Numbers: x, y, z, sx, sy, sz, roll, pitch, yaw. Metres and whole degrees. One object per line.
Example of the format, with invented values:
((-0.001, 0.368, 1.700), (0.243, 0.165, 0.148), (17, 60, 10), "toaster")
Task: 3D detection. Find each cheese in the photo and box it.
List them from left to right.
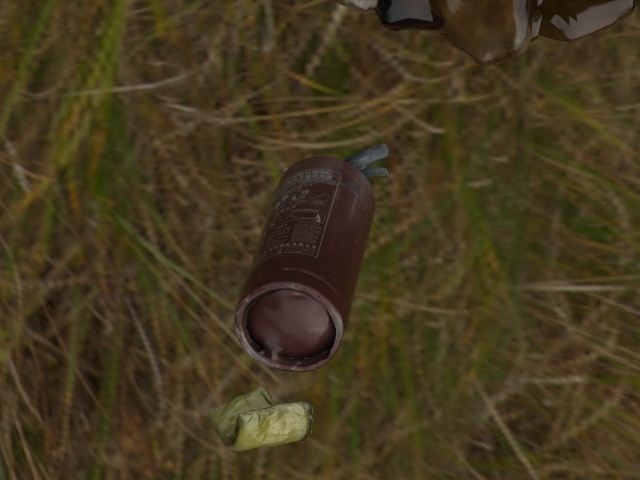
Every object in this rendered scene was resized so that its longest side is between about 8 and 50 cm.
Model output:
((-0.046, 0.136, 1.468), (0.060, 0.084, 0.041), (-13, 100, -23), "cheese")

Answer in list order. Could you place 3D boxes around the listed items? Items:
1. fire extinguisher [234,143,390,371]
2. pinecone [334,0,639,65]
((0.000, 0.000, 1.721), (0.105, 0.269, 0.105), (5, 123, 8), "fire extinguisher")
((0.060, -0.146, 0.566), (0.179, 0.204, 0.184), (31, 109, 7), "pinecone")
